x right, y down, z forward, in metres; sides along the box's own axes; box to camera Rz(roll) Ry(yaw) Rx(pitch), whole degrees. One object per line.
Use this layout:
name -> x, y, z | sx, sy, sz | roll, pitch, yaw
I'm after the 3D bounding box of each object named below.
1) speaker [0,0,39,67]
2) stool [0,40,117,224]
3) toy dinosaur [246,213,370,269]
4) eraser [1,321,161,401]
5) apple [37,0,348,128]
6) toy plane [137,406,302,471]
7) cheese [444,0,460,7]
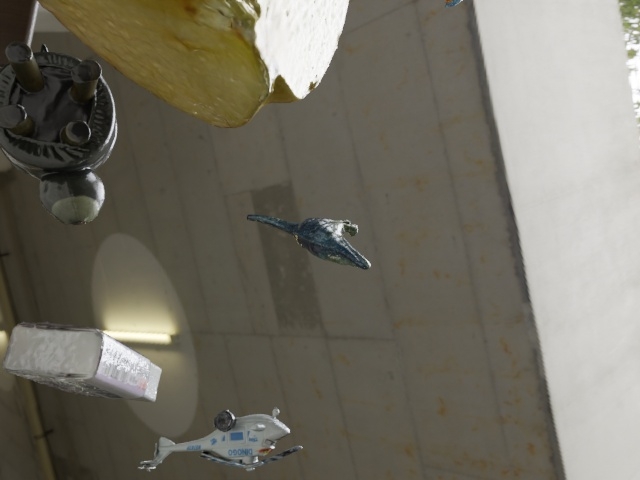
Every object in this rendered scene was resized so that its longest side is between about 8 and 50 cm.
speaker -> -0.533, -0.374, 0.954 | 0.153, 0.230, 0.193 | 56, -51, 46
stool -> -0.324, -0.143, 0.844 | 0.228, 0.153, 0.139 | 55, -20, -3
toy dinosaur -> 0.007, 0.000, 1.238 | 0.362, 0.147, 0.077 | 24, -74, 51
eraser -> -0.307, 0.170, 0.892 | 0.210, 0.124, 0.068 | 73, 20, -67
apple -> -0.098, -0.247, 0.534 | 0.309, 0.313, 0.252 | 63, 2, -69
toy plane -> -0.184, 0.369, 1.223 | 0.273, 0.182, 0.107 | -15, -112, 33
cheese -> 0.245, -0.428, 1.123 | 0.017, 0.111, 0.047 | 48, -18, -23
